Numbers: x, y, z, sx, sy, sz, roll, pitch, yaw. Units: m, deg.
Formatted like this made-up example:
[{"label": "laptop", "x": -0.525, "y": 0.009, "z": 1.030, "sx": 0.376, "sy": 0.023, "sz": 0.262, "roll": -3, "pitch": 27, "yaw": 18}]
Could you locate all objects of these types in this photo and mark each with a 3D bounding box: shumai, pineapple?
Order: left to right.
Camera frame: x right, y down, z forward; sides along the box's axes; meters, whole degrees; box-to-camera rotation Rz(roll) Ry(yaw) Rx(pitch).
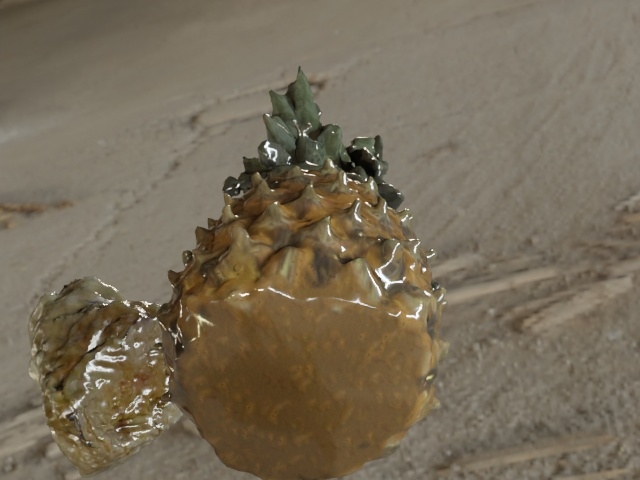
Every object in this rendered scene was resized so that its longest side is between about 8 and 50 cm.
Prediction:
[{"label": "shumai", "x": -0.249, "y": 0.149, "z": 1.154, "sx": 0.185, "sy": 0.184, "sz": 0.218, "roll": 1, "pitch": 38, "yaw": 32}, {"label": "pineapple", "x": 0.003, "y": 0.001, "z": 0.684, "sx": 0.165, "sy": 0.166, "sz": 0.364, "roll": -12, "pitch": 20, "yaw": 10}]
